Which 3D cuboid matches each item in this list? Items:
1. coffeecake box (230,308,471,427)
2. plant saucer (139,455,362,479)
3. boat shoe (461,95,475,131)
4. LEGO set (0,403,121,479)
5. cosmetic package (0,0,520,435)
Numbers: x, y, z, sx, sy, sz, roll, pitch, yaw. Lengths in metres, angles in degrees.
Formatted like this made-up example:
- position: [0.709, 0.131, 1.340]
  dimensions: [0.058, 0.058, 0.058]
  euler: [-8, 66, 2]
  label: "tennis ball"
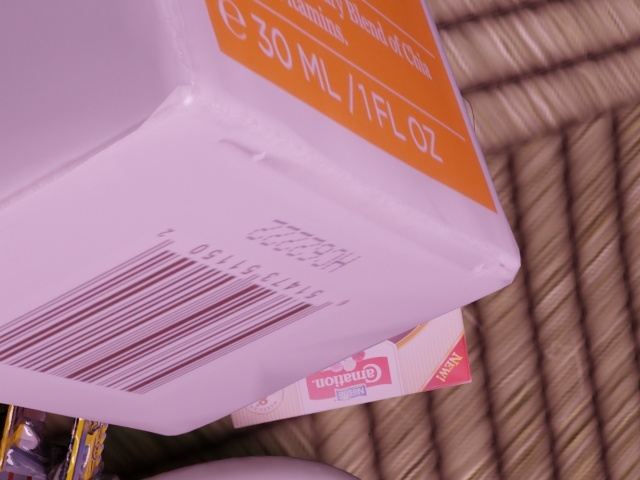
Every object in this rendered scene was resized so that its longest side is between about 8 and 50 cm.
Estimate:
- position: [0.000, 0.000, 0.957]
  dimensions: [0.142, 0.068, 0.185]
  euler: [-11, 109, -2]
  label: "coffeecake box"
- position: [-0.090, 0.301, 0.911]
  dimensions: [0.400, 0.100, 0.400]
  euler: [-24, 136, -26]
  label: "plant saucer"
- position: [0.053, -0.027, 1.014]
  dimensions: [0.045, 0.050, 0.135]
  euler: [15, 95, -35]
  label: "boat shoe"
- position: [-0.155, 0.008, 0.793]
  dimensions: [0.192, 0.255, 0.331]
  euler: [12, 85, -2]
  label: "LEGO set"
- position: [-0.106, -0.177, 0.590]
  dimensions: [0.161, 0.453, 0.230]
  euler: [-27, 158, 20]
  label: "cosmetic package"
